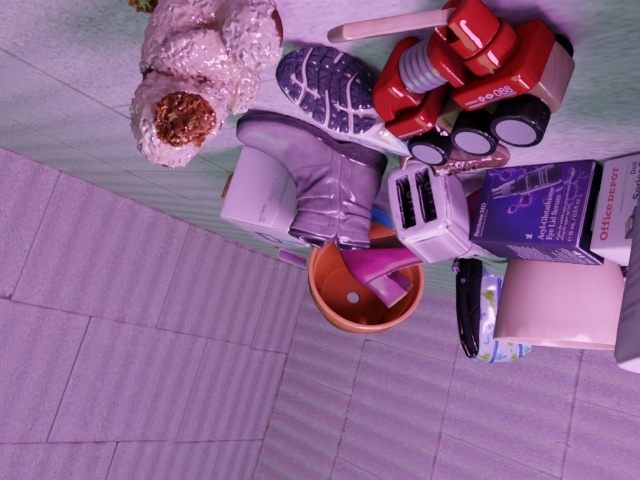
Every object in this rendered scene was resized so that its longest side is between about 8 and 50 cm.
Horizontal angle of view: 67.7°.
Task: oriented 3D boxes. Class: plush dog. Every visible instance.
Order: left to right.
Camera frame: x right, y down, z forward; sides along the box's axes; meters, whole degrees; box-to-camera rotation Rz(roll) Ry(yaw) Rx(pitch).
[{"bbox_3d":[-0.185,-0.209,0.646,0.210,0.225,0.262,18,171,-17],"label":"plush dog"}]

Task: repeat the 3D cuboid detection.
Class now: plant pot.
[{"bbox_3d":[0.104,0.121,1.264,0.290,0.291,0.203,16,153,1],"label":"plant pot"},{"bbox_3d":[0.483,0.071,0.961,0.256,0.274,0.256,5,166,1],"label":"plant pot"}]

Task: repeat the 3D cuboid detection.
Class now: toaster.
[{"bbox_3d":[0.211,-0.055,0.930,0.129,0.227,0.146,-17,154,29],"label":"toaster"}]

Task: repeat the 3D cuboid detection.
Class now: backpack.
[{"bbox_3d":[0.548,0.216,1.539,0.273,0.356,0.290,15,170,-1],"label":"backpack"}]

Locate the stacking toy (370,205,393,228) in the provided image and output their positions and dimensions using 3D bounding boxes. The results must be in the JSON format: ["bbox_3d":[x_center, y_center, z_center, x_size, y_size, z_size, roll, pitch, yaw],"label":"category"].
[{"bbox_3d":[0.067,-0.047,1.502,0.175,0.166,0.302,24,179,-37],"label":"stacking toy"}]

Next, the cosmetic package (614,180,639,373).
[{"bbox_3d":[0.491,-0.017,0.353,0.393,0.327,0.329,10,169,25],"label":"cosmetic package"}]

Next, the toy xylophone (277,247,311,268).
[{"bbox_3d":[0.000,0.000,1.619,0.236,0.081,0.322,24,-152,24],"label":"toy xylophone"}]

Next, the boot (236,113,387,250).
[{"bbox_3d":[-0.033,-0.112,0.977,0.338,0.223,0.118,17,171,-6],"label":"boot"}]

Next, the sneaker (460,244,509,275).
[{"bbox_3d":[0.398,0.007,1.220,0.365,0.137,0.210,9,166,19],"label":"sneaker"}]

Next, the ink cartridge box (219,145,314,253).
[{"bbox_3d":[-0.089,-0.095,1.251,0.197,0.198,0.270,13,169,23],"label":"ink cartridge box"}]

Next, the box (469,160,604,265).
[{"bbox_3d":[0.397,-0.047,0.864,0.108,0.153,0.207,23,168,-36],"label":"box"}]

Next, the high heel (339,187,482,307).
[{"bbox_3d":[0.208,-0.023,1.059,0.181,0.377,0.127,46,-158,7],"label":"high heel"}]

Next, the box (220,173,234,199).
[{"bbox_3d":[-0.224,-0.161,1.436,0.058,0.087,0.232,23,169,-29],"label":"box"}]

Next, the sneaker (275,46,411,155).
[{"bbox_3d":[0.053,-0.191,0.735,0.283,0.110,0.122,20,173,-22],"label":"sneaker"}]

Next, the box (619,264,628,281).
[{"bbox_3d":[0.660,0.077,1.051,0.169,0.087,0.290,23,146,-35],"label":"box"}]

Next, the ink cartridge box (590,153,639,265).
[{"bbox_3d":[0.510,-0.047,0.667,0.093,0.154,0.212,19,170,-21],"label":"ink cartridge box"}]

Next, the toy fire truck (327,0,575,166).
[{"bbox_3d":[0.119,-0.194,0.543,0.246,0.158,0.217,33,165,-25],"label":"toy fire truck"}]

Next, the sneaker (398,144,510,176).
[{"bbox_3d":[0.231,-0.140,0.843,0.188,0.071,0.066,13,170,18],"label":"sneaker"}]
